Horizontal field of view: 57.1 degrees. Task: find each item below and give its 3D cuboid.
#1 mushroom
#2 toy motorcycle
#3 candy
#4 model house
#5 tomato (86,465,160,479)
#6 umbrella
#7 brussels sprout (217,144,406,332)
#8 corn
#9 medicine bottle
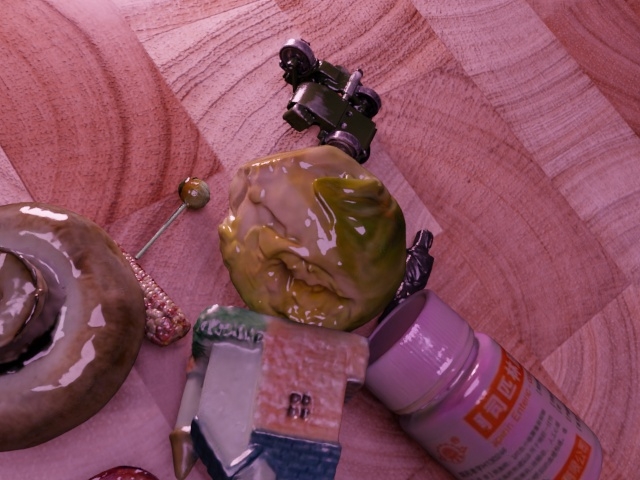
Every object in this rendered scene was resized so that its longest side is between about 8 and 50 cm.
[{"bbox_3d":[-0.422,0.115,0.832,0.353,0.260,0.351,3,72,-9],"label":"mushroom"},{"bbox_3d":[0.007,-0.271,1.213,0.275,0.127,0.205,31,64,-11],"label":"toy motorcycle"},{"bbox_3d":[-0.268,-0.039,1.053,0.061,0.061,0.202,35,56,-1],"label":"candy"},{"bbox_3d":[-0.091,0.292,0.872,0.267,0.194,0.324,14,53,-8],"label":"model house"},{"bbox_3d":[-0.295,0.421,0.847,0.173,0.099,0.189,-34,98,-34],"label":"tomato"},{"bbox_3d":[0.175,0.076,1.153,0.066,0.059,0.235,32,63,-22],"label":"umbrella"},{"bbox_3d":[0.000,0.000,0.997,0.344,0.268,0.343,9,77,-44],"label":"brussels sprout"},{"bbox_3d":[-0.314,0.080,0.989,0.079,0.079,0.237,-39,84,-26],"label":"corn"},{"bbox_3d":[0.256,0.279,0.993,0.388,0.219,0.219,43,63,-1],"label":"medicine bottle"}]
